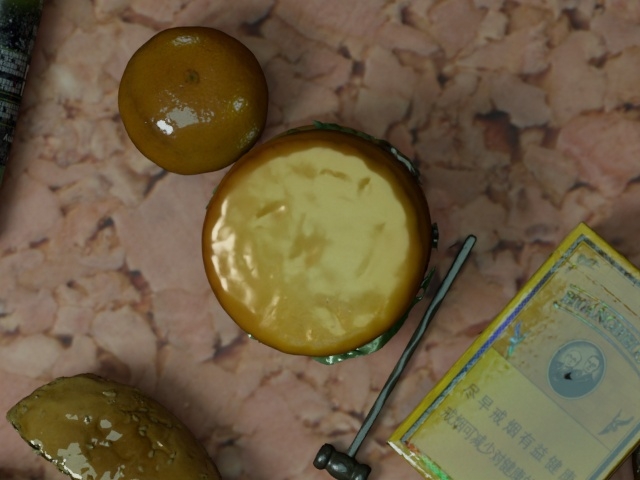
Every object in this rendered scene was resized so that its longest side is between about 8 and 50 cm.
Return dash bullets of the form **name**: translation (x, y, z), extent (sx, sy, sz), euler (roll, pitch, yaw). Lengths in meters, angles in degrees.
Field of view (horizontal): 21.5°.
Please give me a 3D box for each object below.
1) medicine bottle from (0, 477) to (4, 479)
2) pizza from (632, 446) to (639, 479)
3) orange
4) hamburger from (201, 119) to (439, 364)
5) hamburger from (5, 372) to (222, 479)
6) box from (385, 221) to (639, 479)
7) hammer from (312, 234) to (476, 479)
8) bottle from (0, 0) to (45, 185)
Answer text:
- **medicine bottle**: translation (-0.287, 0.389, 1.720), extent (0.324, 0.124, 0.179), euler (35, 92, 6)
- **pizza**: translation (0.424, 0.256, 1.710), extent (0.195, 0.052, 0.185), euler (-24, 79, 7)
- **orange**: translation (-0.131, -0.143, 1.731), extent (0.156, 0.124, 0.156), euler (2, 72, -5)
- **hamburger**: translation (-0.001, -0.002, 1.692), extent (0.246, 0.170, 0.246), euler (1, 100, 7)
- **hamburger**: translation (-0.191, 0.230, 1.718), extent (0.262, 0.124, 0.131), euler (44, 90, 4)
- **box**: translation (0.238, 0.157, 1.701), extent (0.193, 0.084, 0.301), euler (41, 91, 12)
- **hammer**: translation (0.087, 0.121, 1.754), extent (0.058, 0.029, 0.292), euler (29, 88, 2)
- **bottle**: translation (-0.358, -0.154, 1.761), extent (0.093, 0.093, 0.330), euler (12, 88, 4)
